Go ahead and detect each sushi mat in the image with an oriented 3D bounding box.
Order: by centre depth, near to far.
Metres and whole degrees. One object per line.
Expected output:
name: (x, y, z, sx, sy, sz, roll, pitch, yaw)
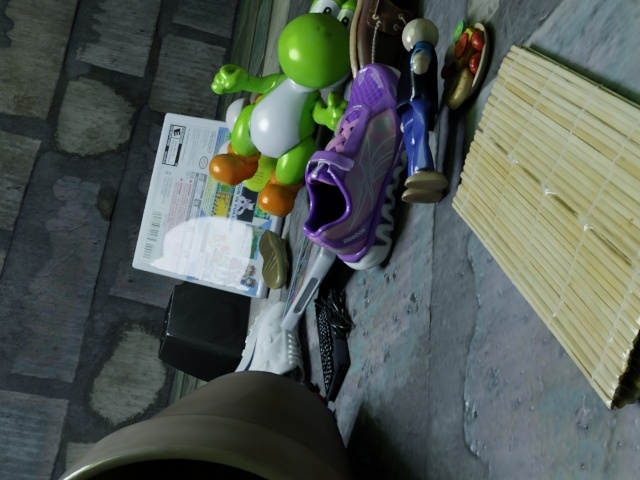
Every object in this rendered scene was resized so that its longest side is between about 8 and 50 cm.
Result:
sushi mat: (0.164, -0.036, 0.554, 0.316, 0.019, 0.151, -107, 31, -65)

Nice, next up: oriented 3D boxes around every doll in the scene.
doll: (0.097, -0.134, 0.793, 0.129, 0.046, 0.188, 90, 180, -73)

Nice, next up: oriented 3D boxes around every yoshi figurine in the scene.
yoshi figurine: (-0.049, -0.219, 1.247, 0.362, 0.204, 0.203, -62, 38, 24)

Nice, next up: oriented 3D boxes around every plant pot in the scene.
plant pot: (-0.087, 0.274, 0.785, 0.280, 0.323, 0.323, -67, -6, -73)
plant pot: (-0.259, 0.195, 1.755, 0.187, 0.167, 0.188, 121, 156, -54)

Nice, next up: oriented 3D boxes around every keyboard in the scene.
keyboard: (0.004, 0.111, 1.039, 0.192, 0.038, 0.100, -101, 27, -57)

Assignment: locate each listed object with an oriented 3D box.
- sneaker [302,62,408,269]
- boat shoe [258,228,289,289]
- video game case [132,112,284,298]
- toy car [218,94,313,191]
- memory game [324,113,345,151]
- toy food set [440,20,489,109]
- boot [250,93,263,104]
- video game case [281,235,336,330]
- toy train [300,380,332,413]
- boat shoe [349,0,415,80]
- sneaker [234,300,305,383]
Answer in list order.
sneaker: (0.036, -0.089, 0.895, 0.095, 0.105, 0.236, 7, 85, 52)
boat shoe: (-0.076, 0.036, 1.434, 0.056, 0.048, 0.153, -58, 27, 22)
video game case: (-0.211, -0.074, 1.596, 0.036, 0.300, 0.328, 16, -94, -69)
toy car: (-0.094, -0.172, 1.471, 0.136, 0.159, 0.181, 49, -129, -80)
memory game: (0.048, -0.121, 1.025, 0.186, 0.012, 0.186, -46, 30, 37)
toy food set: (0.138, -0.171, 0.777, 0.082, 0.020, 0.083, -104, 29, -62)
boot: (-0.133, -0.173, 1.721, 0.220, 0.109, 0.283, 148, 123, -82)
video game case: (0.000, 0.000, 1.116, 0.183, 0.023, 0.201, 119, 169, -49)
toy train: (-0.008, 0.212, 1.019, 0.036, 0.027, 0.158, -66, 14, 3)
boat shoe: (0.082, -0.274, 0.993, 0.073, 0.073, 0.206, -8, 69, 31)
sneaker: (-0.060, 0.179, 1.162, 0.095, 0.090, 0.235, -13, 36, 28)
